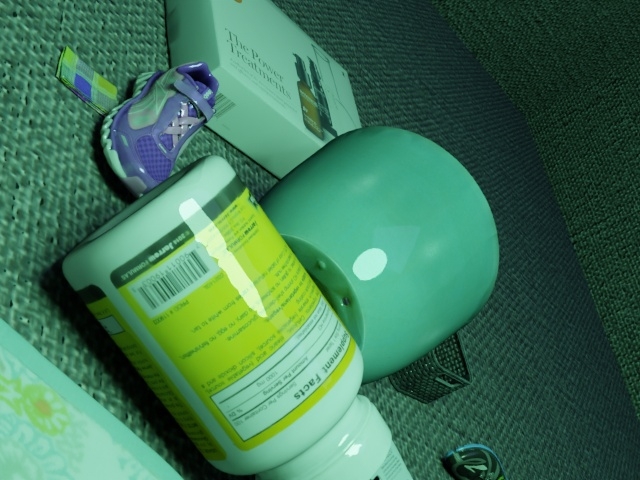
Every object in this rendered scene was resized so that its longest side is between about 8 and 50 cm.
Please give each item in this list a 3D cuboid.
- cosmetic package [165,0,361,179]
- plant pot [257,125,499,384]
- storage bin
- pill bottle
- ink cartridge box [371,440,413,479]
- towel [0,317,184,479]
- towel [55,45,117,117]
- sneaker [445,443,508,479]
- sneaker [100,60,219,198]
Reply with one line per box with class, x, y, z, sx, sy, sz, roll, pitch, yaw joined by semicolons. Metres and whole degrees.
cosmetic package;-0.073;-0.238;1.374;0.377;0.097;0.284;34;32;-45
plant pot;0.029;0.036;1.058;0.235;0.293;0.293;-33;93;-51
storage bin;0.155;0.148;1.400;0.122;0.084;0.180;32;36;-47
pill bottle;-0.078;0.100;0.874;0.334;0.188;0.188;56;25;-12
ink cartridge box;0.085;0.372;1.061;0.224;0.045;0.223;62;25;5
towel;-0.219;0.204;0.570;0.374;0.090;0.320;47;19;-20
towel;-0.266;-0.181;1.034;0.083;0.009;0.060;41;31;-37
sneaker;0.254;0.378;1.358;0.188;0.067;0.078;53;19;-22
sneaker;-0.175;-0.141;1.044;0.095;0.104;0.236;59;23;-31
